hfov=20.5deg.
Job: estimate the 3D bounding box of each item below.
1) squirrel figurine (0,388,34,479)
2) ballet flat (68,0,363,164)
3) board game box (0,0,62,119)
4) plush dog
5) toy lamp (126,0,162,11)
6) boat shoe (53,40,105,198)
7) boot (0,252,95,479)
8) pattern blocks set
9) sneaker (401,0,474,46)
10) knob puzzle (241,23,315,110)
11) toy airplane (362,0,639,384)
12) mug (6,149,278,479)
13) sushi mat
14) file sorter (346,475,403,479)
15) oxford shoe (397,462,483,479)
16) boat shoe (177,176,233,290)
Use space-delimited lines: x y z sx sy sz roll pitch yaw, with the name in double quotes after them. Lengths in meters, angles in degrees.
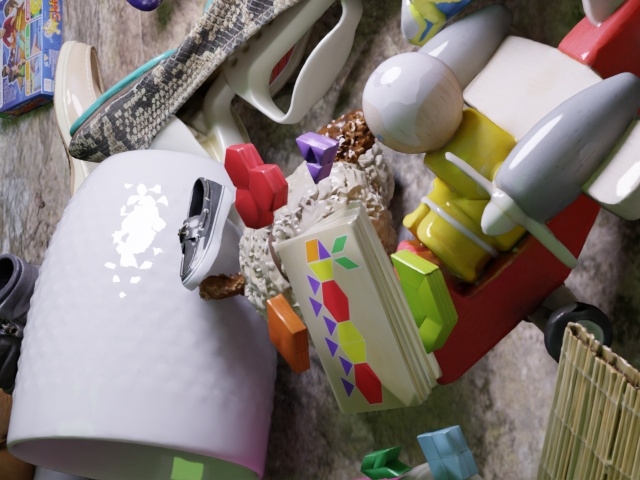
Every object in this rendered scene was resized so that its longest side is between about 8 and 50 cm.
-0.530 0.253 2.380 0.370 0.281 0.397 16 82 61 "squirrel figurine"
-0.095 -0.186 1.947 0.483 0.164 0.182 -42 77 30 "ballet flat"
-0.405 -0.280 2.447 0.136 0.035 0.201 -15 72 49 "board game box"
0.000 0.000 1.723 0.225 0.211 0.262 122 143 -63 "plush dog"
-0.132 -0.364 2.082 0.275 0.080 0.080 -27 63 38 "toy lamp"
-0.264 -0.115 2.207 0.098 0.109 0.302 -14 67 7 "boat shoe"
-0.356 0.179 2.156 0.118 0.223 0.338 26 104 49 "boot"
0.030 0.061 1.553 0.285 0.026 0.324 -1 109 58 "pattern blocks set"
0.141 -0.245 1.676 0.240 0.126 0.091 81 -168 -76 "sneaker"
-0.075 -0.247 2.040 0.213 0.030 0.213 -11 75 49 "knob puzzle"
0.173 -0.107 1.515 0.386 0.272 0.384 -45 30 54 "toy airplane"
-0.188 0.095 1.962 0.374 0.276 0.328 126 152 -70 "mug"
0.233 0.227 1.481 0.151 0.019 0.316 41 140 38 "sushi mat"
-0.035 0.340 1.767 0.291 0.182 0.202 -14 74 49 "file sorter"
0.076 0.422 1.589 0.130 0.169 0.449 163 113 -66 "oxford shoe"
-0.124 -0.008 1.788 0.049 0.040 0.142 -45 22 40 "boat shoe"
